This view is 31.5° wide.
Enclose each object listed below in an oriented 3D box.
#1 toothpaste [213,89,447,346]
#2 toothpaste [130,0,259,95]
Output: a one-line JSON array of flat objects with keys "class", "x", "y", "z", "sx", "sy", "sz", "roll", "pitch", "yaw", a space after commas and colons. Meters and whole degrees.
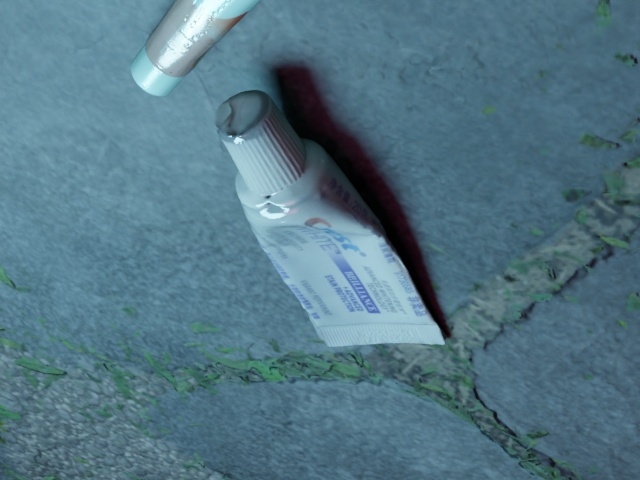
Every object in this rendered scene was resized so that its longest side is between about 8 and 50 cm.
[{"class": "toothpaste", "x": -0.001, "y": -0.001, "z": 0.837, "sx": 0.099, "sy": 0.068, "sz": 0.282, "roll": 28, "pitch": 158, "yaw": 42}, {"class": "toothpaste", "x": -0.057, "y": -0.159, "z": 0.702, "sx": 0.056, "sy": 0.036, "sz": 0.205, "roll": 36, "pitch": 136, "yaw": -16}]
